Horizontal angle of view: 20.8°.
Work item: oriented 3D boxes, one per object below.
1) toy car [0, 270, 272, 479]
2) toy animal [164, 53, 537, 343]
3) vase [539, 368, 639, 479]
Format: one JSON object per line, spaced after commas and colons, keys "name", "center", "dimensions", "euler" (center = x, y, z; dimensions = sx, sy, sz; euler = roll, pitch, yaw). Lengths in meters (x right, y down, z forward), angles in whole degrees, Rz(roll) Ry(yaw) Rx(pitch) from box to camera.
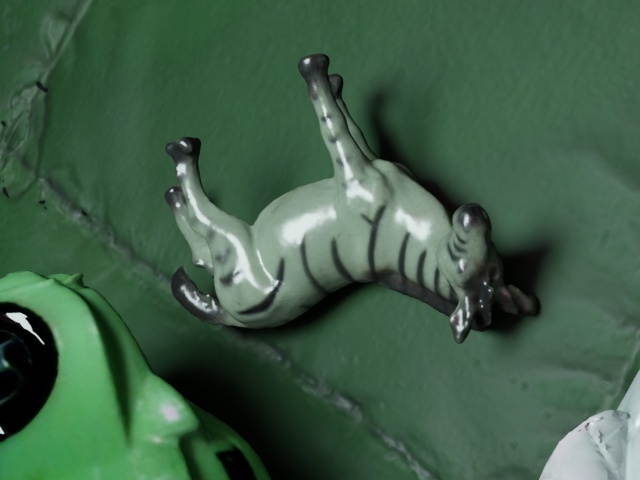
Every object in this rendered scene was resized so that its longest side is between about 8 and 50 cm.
{"name": "toy car", "center": [-0.086, 0.182, 0.893], "dimensions": [0.176, 0.213, 0.359], "euler": [-16, 54, -5]}
{"name": "toy animal", "center": [0.004, 0.000, 0.961], "dimensions": [0.217, 0.073, 0.176], "euler": [-30, 74, 31]}
{"name": "vase", "center": [0.164, 0.164, 0.649], "dimensions": [0.445, 0.250, 0.250], "euler": [-49, 53, 2]}
